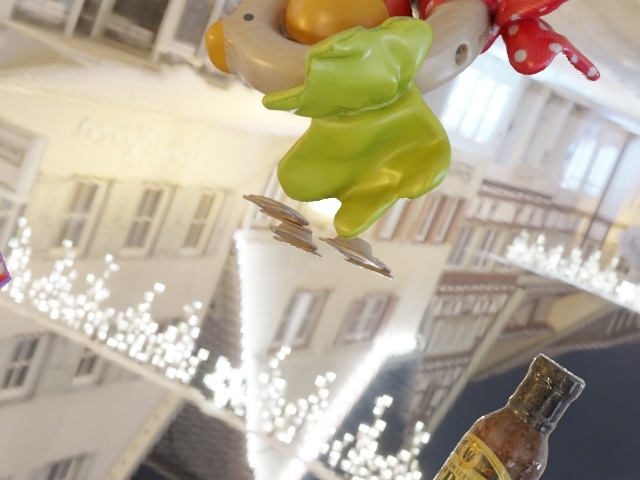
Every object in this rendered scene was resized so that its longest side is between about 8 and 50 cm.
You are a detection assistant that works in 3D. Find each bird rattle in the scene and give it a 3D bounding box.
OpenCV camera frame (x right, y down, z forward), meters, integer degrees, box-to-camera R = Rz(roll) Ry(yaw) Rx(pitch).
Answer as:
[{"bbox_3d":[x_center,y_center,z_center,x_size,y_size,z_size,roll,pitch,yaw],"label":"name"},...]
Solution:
[{"bbox_3d":[0.045,-0.139,0.712,0.207,0.253,0.143,26,149,34],"label":"bird rattle"}]

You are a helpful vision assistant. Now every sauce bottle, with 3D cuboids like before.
[{"bbox_3d":[0.209,0.302,1.443,0.111,0.344,0.111,33,-179,-1],"label":"sauce bottle"}]

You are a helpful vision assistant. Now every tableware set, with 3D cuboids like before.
[{"bbox_3d":[0.000,0.000,1.123,0.141,0.020,0.168,22,172,15],"label":"tableware set"}]

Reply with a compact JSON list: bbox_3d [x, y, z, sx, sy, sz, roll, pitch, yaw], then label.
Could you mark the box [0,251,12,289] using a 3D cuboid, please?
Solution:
[{"bbox_3d":[-0.406,0.073,0.848,0.293,0.057,0.201,-14,-165,15],"label":"box"}]
